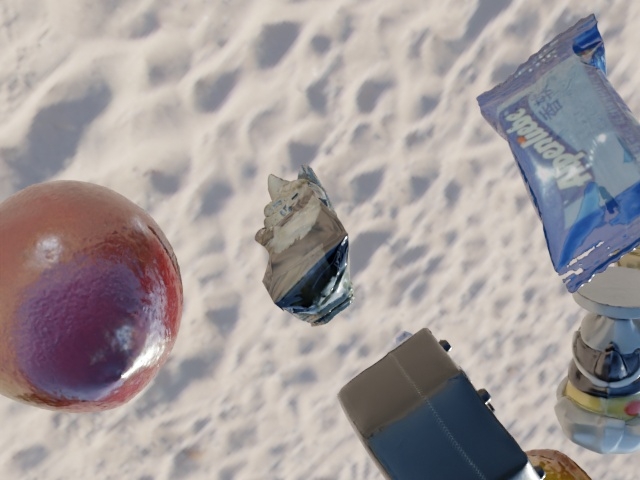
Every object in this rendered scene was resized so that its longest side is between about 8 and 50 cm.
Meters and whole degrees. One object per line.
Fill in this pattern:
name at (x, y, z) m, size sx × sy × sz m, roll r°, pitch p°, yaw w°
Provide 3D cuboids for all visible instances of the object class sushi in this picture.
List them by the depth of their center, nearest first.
sushi at (-0.016, 0.006, 1.658) m, size 0.134 × 0.273 × 0.109 m, roll -40°, pitch 122°, yaw 8°

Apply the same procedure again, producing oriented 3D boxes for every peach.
peach at (-0.188, 0.047, 0.907) m, size 0.197 × 0.197 × 0.197 m, roll -35°, pitch 150°, yaw -24°

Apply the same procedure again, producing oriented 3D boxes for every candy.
candy at (0.302, -0.110, 1.388) m, size 0.187 × 0.331 × 0.077 m, roll -35°, pitch 135°, yaw 17°

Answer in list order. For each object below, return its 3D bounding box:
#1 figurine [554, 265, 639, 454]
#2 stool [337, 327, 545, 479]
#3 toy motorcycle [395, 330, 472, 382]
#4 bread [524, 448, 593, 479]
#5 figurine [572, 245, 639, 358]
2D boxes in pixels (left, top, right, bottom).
figurine at (0.377, 0.158, 1.559) m, size 0.176 × 0.133 × 0.236 m, roll -53°, pitch 145°, yaw -62°
stool at (0.133, 0.219, 1.291) m, size 0.141 × 0.232 × 0.232 m, roll -35°, pitch 152°, yaw 0°
toy motorcycle at (0.210, 0.255, 2.203) m, size 0.110 × 0.171 × 0.260 m, roll -38°, pitch 127°, yaw 3°
bread at (0.235, 0.406, 1.493) m, size 0.172 × 0.312 × 0.312 m, roll 12°, pitch 121°, yaw -22°
figurine at (0.520, 0.120, 1.915) m, size 0.206 × 0.218 × 0.365 m, roll 25°, pitch 75°, yaw -54°
